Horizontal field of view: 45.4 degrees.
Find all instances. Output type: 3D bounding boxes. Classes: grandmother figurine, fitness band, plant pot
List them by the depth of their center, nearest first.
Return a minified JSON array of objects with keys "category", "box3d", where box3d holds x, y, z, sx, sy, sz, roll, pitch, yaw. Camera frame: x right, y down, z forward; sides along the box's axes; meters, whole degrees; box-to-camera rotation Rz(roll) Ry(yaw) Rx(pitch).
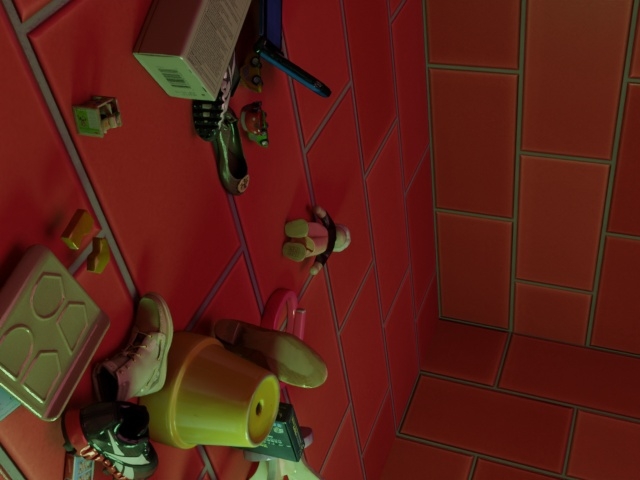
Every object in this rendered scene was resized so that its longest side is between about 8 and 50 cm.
[{"category":"plant pot","box3d":[-0.228,0.342,1.675,0.254,0.239,0.254,9,90,-68]},{"category":"fitness band","box3d":[-0.112,0.283,2.199,0.209,0.054,0.291,-7,105,-68]},{"category":"grandmother figurine","box3d":[0.000,0.000,2.305,0.342,0.104,0.208,-10,117,-65]}]

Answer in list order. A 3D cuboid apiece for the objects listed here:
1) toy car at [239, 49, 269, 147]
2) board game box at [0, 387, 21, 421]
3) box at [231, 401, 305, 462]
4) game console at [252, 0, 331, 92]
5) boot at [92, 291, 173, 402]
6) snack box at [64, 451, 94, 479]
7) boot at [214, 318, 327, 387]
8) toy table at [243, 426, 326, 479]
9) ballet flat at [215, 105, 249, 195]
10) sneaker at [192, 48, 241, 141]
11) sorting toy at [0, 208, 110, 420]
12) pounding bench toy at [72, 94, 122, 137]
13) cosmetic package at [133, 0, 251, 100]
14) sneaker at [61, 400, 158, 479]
[{"category":"toy car","box3d":[-0.156,-0.297,1.801,0.225,0.053,0.239,85,1,-60]},{"category":"board game box","box3d":[-0.497,0.200,1.221,0.281,0.027,0.145,-45,140,-56]},{"category":"box","box3d":[-0.165,0.456,1.888,0.183,0.232,0.059,78,27,-44]},{"category":"game console","box3d":[-0.053,-0.474,1.783,0.173,0.250,0.293,-57,180,10]},{"category":"boot","box3d":[-0.368,0.216,1.495,0.165,0.077,0.213,-16,114,-64]},{"category":"snack box","box3d":[-0.458,0.479,1.444,0.064,0.022,0.178,-10,108,-69]},{"category":"boot","box3d":[-0.113,0.265,1.815,0.211,0.295,0.104,77,38,-76]},{"category":"toy table","box3d":[-0.109,0.630,2.139,0.274,0.252,0.161,-6,88,-57]},{"category":"ballet flat","box3d":[-0.200,-0.204,1.761,0.084,0.058,0.250,-58,149,-44]},{"category":"sneaker","box3d":[-0.215,-0.328,1.645,0.106,0.078,0.234,-8,104,-65]},{"category":"sorting toy","box3d":[-0.436,0.113,1.259,0.229,0.041,0.307,64,40,-48]},{"category":"pounding bench toy","box3d":[-0.365,-0.212,1.304,0.065,0.083,0.052,-49,142,-52]},{"category":"cosmetic package","box3d":[-0.235,-0.448,1.498,0.160,0.113,0.310,53,49,-62]},{"category":"sneaker","box3d":[-0.363,0.378,1.444,0.276,0.135,0.098,59,7,-50]}]
